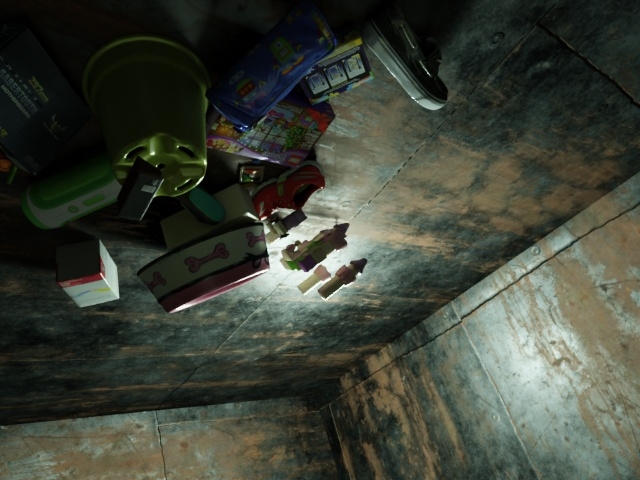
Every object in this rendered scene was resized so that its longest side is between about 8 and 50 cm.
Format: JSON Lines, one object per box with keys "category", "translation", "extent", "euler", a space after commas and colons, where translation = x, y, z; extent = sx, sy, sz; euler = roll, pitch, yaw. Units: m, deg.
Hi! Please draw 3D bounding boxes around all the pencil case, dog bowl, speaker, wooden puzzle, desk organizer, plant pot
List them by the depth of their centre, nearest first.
{"category": "desk organizer", "translation": [-0.354, -0.101, 0.937], "extent": [0.047, 0.050, 0.130], "euler": [9, 139, -38]}
{"category": "plant pot", "translation": [-0.348, -0.240, 1.017], "extent": [0.276, 0.253, 0.276], "euler": [-14, 148, -9]}
{"category": "pencil case", "translation": [-0.100, -0.360, 1.020], "extent": [0.306, 0.133, 0.119], "euler": [-42, 176, 8]}
{"category": "speaker", "translation": [-0.568, -0.132, 1.182], "extent": [0.297, 0.131, 0.131], "euler": [-22, 149, 5]}
{"category": "wooden puzzle", "translation": [-0.200, -0.192, 1.406], "extent": [0.079, 0.014, 0.116], "euler": [-11, 148, -14]}
{"category": "dog bowl", "translation": [-0.337, 0.091, 1.485], "extent": [0.408, 0.150, 0.408], "euler": [-24, 177, -1]}

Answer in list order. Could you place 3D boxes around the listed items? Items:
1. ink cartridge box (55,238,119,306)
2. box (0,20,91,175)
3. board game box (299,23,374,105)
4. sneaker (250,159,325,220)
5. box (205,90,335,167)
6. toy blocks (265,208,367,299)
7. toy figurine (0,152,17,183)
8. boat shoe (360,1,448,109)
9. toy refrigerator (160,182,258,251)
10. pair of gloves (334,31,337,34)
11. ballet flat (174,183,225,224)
{"category": "ink cartridge box", "translation": [-0.712, 0.103, 1.480], "extent": [0.128, 0.128, 0.176], "euler": [-13, 148, -10]}
{"category": "box", "translation": [-0.578, -0.268, 0.933], "extent": [0.059, 0.183, 0.232], "euler": [21, 154, 18]}
{"category": "board game box", "translation": [0.028, -0.410, 1.138], "extent": [0.170, 0.048, 0.141], "euler": [-21, 151, 10]}
{"category": "sneaker", "translation": [-0.106, -0.132, 1.450], "extent": [0.279, 0.118, 0.107], "euler": [-33, 145, 22]}
{"category": "box", "translation": [-0.134, -0.297, 1.232], "extent": [0.293, 0.057, 0.201], "euler": [7, 140, -36]}
{"category": "toy blocks", "translation": [0.000, 0.000, 1.604], "extent": [0.260, 0.308, 0.289], "euler": [-37, -170, -17]}
{"category": "toy figurine", "translation": [-0.706, -0.224, 1.005], "extent": [0.159, 0.130, 0.173], "euler": [22, 109, -35]}
{"category": "boat shoe", "translation": [0.238, -0.432, 1.161], "extent": [0.119, 0.121, 0.335], "euler": [-33, 145, 29]}
{"category": "toy refrigerator", "translation": [-0.331, -0.059, 1.444], "extent": [0.270, 0.102, 0.094], "euler": [-25, 162, 10]}
{"category": "pair of gloves", "translation": [0.042, -0.452, 1.130], "extent": [0.083, 0.010, 0.074], "euler": [1, 149, -32]}
{"category": "ballet flat", "translation": [-0.374, -0.138, 1.295], "extent": [0.096, 0.095, 0.280], "euler": [-3, 136, 36]}
